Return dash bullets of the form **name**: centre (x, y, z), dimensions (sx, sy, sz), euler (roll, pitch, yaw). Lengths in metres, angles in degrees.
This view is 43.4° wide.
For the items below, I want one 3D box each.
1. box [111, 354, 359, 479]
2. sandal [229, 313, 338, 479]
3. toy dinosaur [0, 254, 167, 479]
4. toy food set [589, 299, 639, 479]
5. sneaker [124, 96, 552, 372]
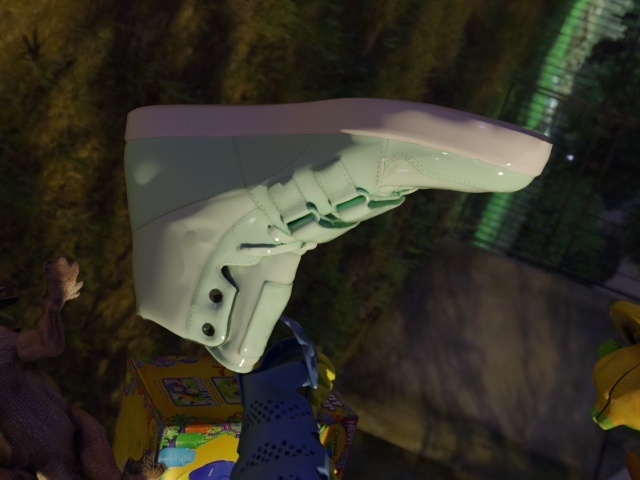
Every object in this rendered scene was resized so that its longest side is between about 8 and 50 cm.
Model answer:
- **box**: centre (-0.136, 0.327, 1.121), dimensions (0.177, 0.279, 0.290), euler (40, -59, 54)
- **sandal**: centre (-0.054, 0.199, 0.913), dimensions (0.317, 0.126, 0.138), euler (-95, 165, -58)
- **toy dinosaur**: centre (-0.235, 0.130, 0.610), dimensions (0.127, 0.296, 0.200), euler (-32, -169, -37)
- **toy food set**: centre (0.222, 0.129, 0.481), dimensions (0.071, 0.218, 0.128), euler (-44, -148, 1)
- **sneaker**: centre (0.000, 0.000, 0.450), dimensions (0.094, 0.255, 0.151), euler (-3, 94, -60)
